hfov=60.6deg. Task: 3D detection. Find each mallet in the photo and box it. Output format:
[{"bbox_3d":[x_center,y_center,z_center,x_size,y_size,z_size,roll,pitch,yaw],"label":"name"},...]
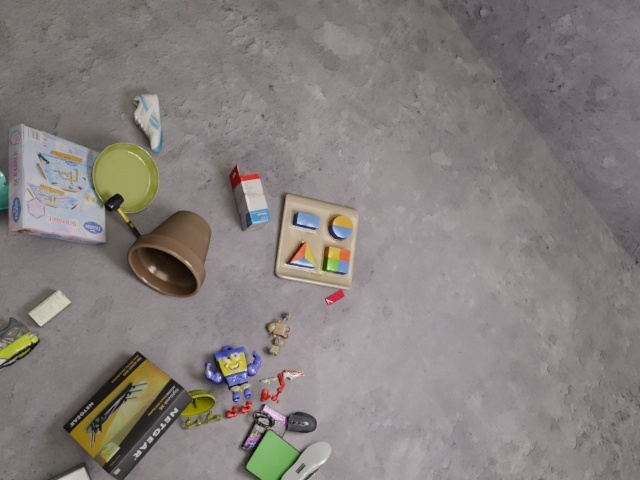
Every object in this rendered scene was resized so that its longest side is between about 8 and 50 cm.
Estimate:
[{"bbox_3d":[-0.654,-0.077,1.866,0.062,0.039,0.190,-58,133,-29],"label":"mallet"}]

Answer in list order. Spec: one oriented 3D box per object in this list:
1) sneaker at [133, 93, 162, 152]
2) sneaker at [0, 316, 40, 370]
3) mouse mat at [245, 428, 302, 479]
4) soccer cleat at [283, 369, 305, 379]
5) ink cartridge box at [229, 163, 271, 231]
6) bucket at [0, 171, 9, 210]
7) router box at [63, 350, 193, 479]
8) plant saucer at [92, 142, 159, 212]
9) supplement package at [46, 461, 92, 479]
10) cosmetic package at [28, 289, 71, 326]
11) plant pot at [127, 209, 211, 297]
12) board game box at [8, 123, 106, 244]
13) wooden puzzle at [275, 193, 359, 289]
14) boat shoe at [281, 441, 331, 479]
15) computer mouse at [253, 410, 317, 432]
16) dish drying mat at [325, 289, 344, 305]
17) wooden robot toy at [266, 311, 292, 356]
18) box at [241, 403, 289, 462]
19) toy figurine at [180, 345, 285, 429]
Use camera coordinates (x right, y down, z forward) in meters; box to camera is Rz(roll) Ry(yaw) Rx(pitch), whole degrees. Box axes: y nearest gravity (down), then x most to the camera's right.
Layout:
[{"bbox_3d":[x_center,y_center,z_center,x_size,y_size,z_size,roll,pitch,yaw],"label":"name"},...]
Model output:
[{"bbox_3d":[-0.623,-0.423,1.985,0.092,0.087,0.229,-7,73,-17],"label":"sneaker"},{"bbox_3d":[-1.001,0.346,1.622,0.299,0.111,0.121,-35,82,-32],"label":"sneaker"},{"bbox_3d":[-0.158,0.764,1.894,0.190,0.007,0.153,46,63,-23],"label":"mouse mat"},{"bbox_3d":[-0.098,0.494,2.004,0.083,0.029,0.036,10,82,-17],"label":"soccer cleat"},{"bbox_3d":[-0.265,-0.162,2.037,0.077,0.134,0.231,-12,82,-24],"label":"ink cartridge box"},{"bbox_3d":[-1.064,-0.187,1.637,0.183,0.281,0.281,-37,93,-23],"label":"bucket"},{"bbox_3d":[-0.586,0.530,1.681,0.242,0.081,0.309,26,61,29],"label":"router box"},{"bbox_3d":[-0.673,-0.215,1.888,0.240,0.037,0.241,-3,95,-46],"label":"plant saucer"},{"bbox_3d":[-0.765,0.749,1.609,0.179,0.105,0.105,-22,86,-25],"label":"supplement package"},{"bbox_3d":[-0.858,0.216,1.739,0.115,0.041,0.060,-42,95,-26],"label":"cosmetic package"},{"bbox_3d":[-0.480,0.028,1.857,0.263,0.263,0.229,34,48,-12],"label":"plant pot"},{"bbox_3d":[-0.823,-0.164,1.730,0.318,0.065,0.319,20,61,-64],"label":"board game box"},{"bbox_3d":[0.000,0.000,2.140,0.321,0.080,0.348,12,72,-20],"label":"wooden puzzle"},{"bbox_3d":[-0.052,0.796,1.923,0.219,0.070,0.077,-34,57,-26],"label":"boat shoe"},{"bbox_3d":[-0.120,0.632,1.919,0.241,0.041,0.071,13,73,-21],"label":"computer mouse"},{"bbox_3d":[0.057,0.224,2.148,0.083,0.008,0.032,-27,88,-26],"label":"dish drying mat"},{"bbox_3d":[-0.162,0.335,2.008,0.078,0.076,0.174,11,69,17],"label":"wooden robot toy"},{"bbox_3d":[-0.189,0.674,1.917,0.116,0.029,0.162,35,65,-13],"label":"box"},{"bbox_3d":[-0.323,0.470,1.880,0.362,0.191,0.217,-12,50,-16],"label":"toy figurine"}]
